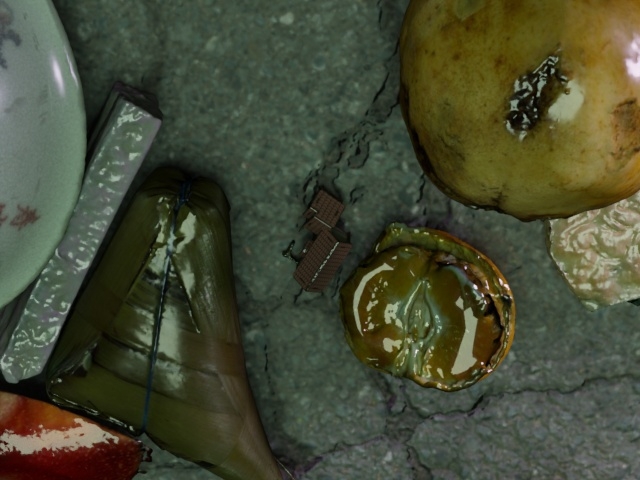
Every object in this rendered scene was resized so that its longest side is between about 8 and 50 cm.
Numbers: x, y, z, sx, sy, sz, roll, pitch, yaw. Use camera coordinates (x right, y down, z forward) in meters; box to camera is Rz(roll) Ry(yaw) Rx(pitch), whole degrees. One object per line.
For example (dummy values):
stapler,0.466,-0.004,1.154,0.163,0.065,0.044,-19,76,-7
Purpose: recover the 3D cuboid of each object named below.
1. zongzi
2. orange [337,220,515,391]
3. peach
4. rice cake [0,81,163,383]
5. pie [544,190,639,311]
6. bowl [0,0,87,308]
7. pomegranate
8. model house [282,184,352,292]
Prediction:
zongzi,-0.087,0.096,1.874,0.289,0.123,0.260,28,110,-6
orange,0.104,0.066,1.864,0.160,0.112,0.170,-25,73,16
peach,-0.291,0.221,1.909,0.279,0.068,0.189,-4,139,28
rice cake,-0.227,-0.011,1.855,0.050,0.106,0.298,22,108,-16
pie,0.312,-0.034,1.850,0.218,0.052,0.185,-15,109,10
bowl,-0.441,-0.096,1.737,0.435,0.196,0.434,4,103,16
pomegranate,0.194,-0.134,1.723,0.260,0.260,0.260,1,109,2
model house,0.000,0.000,1.872,0.057,0.058,0.083,32,108,-8
